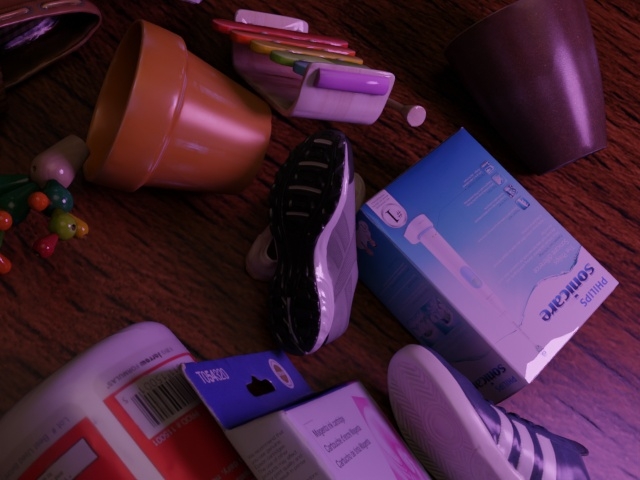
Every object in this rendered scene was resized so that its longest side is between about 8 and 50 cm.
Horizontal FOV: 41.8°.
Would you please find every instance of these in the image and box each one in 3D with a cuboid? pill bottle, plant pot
[{"bbox_3d":[-0.119,0.297,0.808,0.229,0.229,0.407,-36,79,-29],"label":"pill bottle"},{"bbox_3d":[0.326,-0.220,1.237,0.215,0.215,0.230,-21,86,-25],"label":"plant pot"},{"bbox_3d":[-0.171,-0.144,1.045,0.188,0.205,0.205,18,59,-26],"label":"plant pot"}]

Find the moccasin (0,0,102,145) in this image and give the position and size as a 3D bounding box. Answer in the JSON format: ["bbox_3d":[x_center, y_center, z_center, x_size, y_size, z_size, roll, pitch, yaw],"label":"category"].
[{"bbox_3d":[-0.429,-0.207,1.031,0.147,0.139,0.380,35,50,12],"label":"moccasin"}]

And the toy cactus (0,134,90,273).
[{"bbox_3d":[-0.327,-0.044,0.957,0.180,0.219,0.112,-53,127,-30],"label":"toy cactus"}]

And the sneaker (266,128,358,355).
[{"bbox_3d":[0.000,0.000,1.023,0.108,0.100,0.271,-4,103,-54],"label":"sneaker"}]

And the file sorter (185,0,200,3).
[{"bbox_3d":[-0.276,-0.439,1.115,0.278,0.193,0.173,14,106,-11],"label":"file sorter"}]

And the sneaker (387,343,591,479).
[{"bbox_3d":[0.227,0.251,1.007,0.148,0.131,0.350,-34,83,-35],"label":"sneaker"}]

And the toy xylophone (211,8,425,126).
[{"bbox_3d":[0.001,-0.229,1.124,0.236,0.081,0.323,-1,26,-33],"label":"toy xylophone"}]

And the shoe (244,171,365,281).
[{"bbox_3d":[-0.010,-0.026,1.102,0.076,0.058,0.219,43,60,6],"label":"shoe"}]

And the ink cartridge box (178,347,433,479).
[{"bbox_3d":[0.032,0.230,0.850,0.071,0.324,0.330,-39,78,8],"label":"ink cartridge box"}]

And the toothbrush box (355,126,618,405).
[{"bbox_3d":[0.201,0.034,1.098,0.295,0.126,0.216,45,60,9],"label":"toothbrush box"}]
